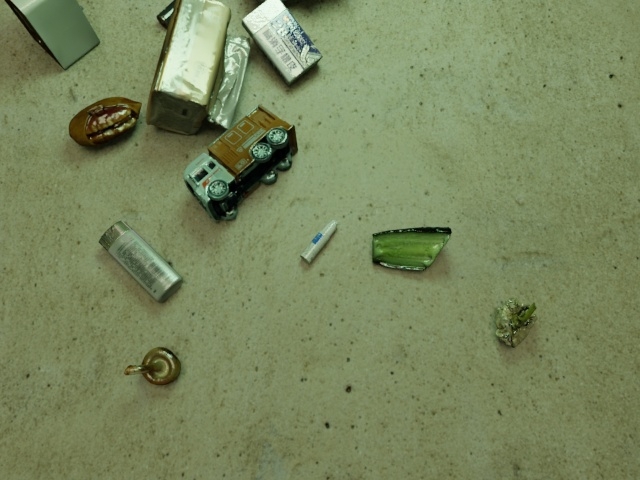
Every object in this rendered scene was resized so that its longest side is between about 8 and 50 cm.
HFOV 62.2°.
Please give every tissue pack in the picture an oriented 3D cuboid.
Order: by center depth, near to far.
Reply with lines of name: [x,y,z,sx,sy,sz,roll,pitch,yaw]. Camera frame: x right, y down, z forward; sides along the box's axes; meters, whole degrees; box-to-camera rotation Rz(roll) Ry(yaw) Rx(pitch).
tissue pack: [-0.316,-0.449,1.411,0.239,0.238,0.305,9,73,2]
tissue pack: [-0.734,-0.616,1.433,0.136,0.246,0.159,-43,78,-13]

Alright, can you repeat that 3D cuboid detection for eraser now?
eraser: [-0.107,-0.553,1.470,0.125,0.068,0.210,-39,99,-1]

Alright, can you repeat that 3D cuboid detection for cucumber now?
cucumber: [0.226,0.011,1.341,0.193,0.115,0.085,-2,30,4]

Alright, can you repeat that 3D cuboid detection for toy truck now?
toy truck: [-0.211,-0.204,1.375,0.162,0.136,0.305,41,75,18]

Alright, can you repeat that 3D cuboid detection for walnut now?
walnut: [-0.572,-0.320,1.417,0.207,0.115,0.115,-28,76,-9]

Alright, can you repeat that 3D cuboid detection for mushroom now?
mushroom: [-0.399,0.297,1.250,0.130,0.073,0.088,6,87,-34]

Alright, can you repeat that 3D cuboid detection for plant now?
plant: [0.481,0.193,1.271,0.105,0.122,0.116,18,67,-7]

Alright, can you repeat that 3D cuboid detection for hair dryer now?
hair dryer: [-0.356,-0.670,1.515,0.195,0.050,0.173,28,73,39]

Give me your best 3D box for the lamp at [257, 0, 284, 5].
lamp: [-0.061,-0.790,1.516,0.301,0.247,0.247,-28,71,14]

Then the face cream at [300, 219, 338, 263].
face cream: [0.000,0.000,1.365,0.034,0.034,0.130,38,77,10]

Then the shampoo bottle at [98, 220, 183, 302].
shampoo bottle: [-0.452,0.052,1.335,0.227,0.056,0.086,41,79,11]
